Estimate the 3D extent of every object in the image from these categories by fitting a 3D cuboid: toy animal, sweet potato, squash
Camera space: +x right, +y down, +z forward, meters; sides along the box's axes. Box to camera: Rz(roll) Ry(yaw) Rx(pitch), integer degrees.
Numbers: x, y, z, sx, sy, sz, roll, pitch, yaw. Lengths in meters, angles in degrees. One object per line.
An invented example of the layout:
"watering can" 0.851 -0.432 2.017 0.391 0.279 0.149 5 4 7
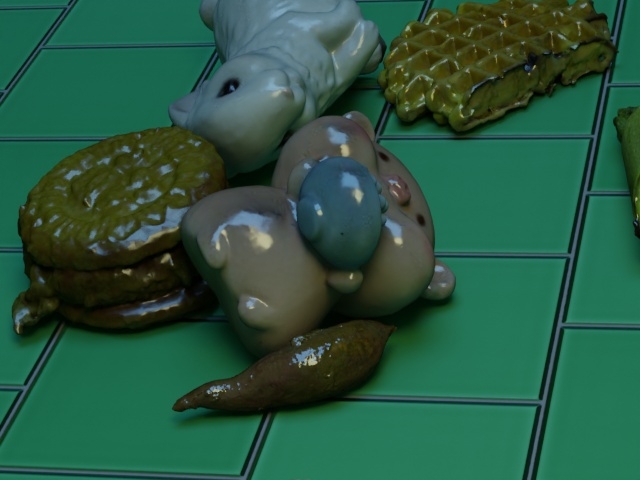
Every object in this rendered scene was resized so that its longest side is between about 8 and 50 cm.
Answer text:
"toy animal" -0.062 -0.195 2.212 0.257 0.194 0.357 -10 29 29
"toy animal" -0.008 0.007 1.875 0.221 0.210 0.229 -32 -6 16
"sweet potato" -0.026 0.124 1.794 0.226 0.068 0.068 -20 32 -10
"squash" 0.368 -0.095 2.009 0.137 0.137 0.287 -6 29 3

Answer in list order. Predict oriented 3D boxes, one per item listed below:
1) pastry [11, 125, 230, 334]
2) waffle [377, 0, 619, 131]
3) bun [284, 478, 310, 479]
"pastry" -0.201 -0.018 2.004 0.235 0.132 0.240 -4 30 4
"waffle" 0.209 -0.220 2.311 0.283 0.065 0.309 -2 32 12
"bun" -0.015 0.261 1.517 0.222 0.127 0.222 1 2 0
